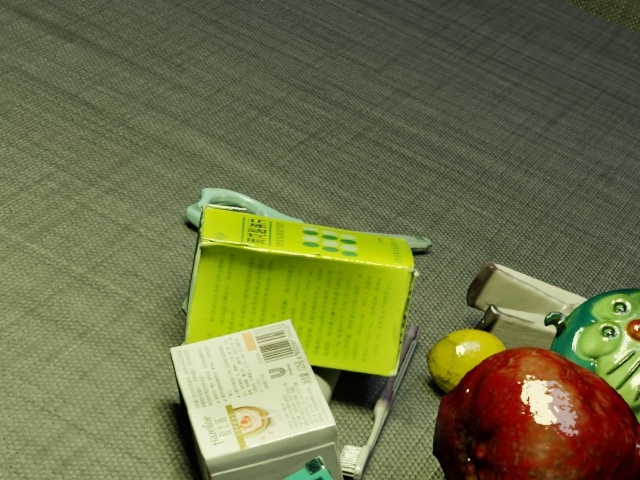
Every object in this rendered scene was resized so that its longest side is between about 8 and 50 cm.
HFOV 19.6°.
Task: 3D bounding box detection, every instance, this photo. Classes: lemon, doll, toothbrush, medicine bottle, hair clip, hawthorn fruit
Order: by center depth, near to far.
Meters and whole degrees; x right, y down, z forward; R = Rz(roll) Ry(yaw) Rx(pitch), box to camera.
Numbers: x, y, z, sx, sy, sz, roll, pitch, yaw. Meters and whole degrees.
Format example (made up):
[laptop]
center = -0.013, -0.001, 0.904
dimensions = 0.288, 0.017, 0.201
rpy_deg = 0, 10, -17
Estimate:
[hawthorn fruit]
center = 0.248, 0.229, 1.919
dimensions = 0.266, 0.210, 0.230
rpy_deg = 21, 8, -33
[medicine bottle]
center = -0.026, 0.055, 2.065
dimensions = 0.250, 0.141, 0.137
rpy_deg = 8, 19, -4
[toothbrush]
center = 0.068, 0.176, 2.081
dimensions = 0.029, 0.024, 0.354
rpy_deg = 15, 25, 8
[doll]
center = 0.392, 0.179, 2.139
dimensions = 0.322, 0.186, 0.198
rpy_deg = 39, 58, -1
[lemon]
center = 0.177, 0.144, 2.157
dimensions = 0.111, 0.082, 0.082
rpy_deg = 6, 29, -30
[hair clip]
center = 0.337, 0.129, 2.306
dimensions = 0.331, 0.085, 0.101
rpy_deg = 20, 27, -17

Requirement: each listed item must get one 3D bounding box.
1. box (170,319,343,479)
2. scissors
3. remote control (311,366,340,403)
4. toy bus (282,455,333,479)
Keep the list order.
[box]
center = -0.067, 0.174, 1.866
dimensions = 0.135, 0.081, 0.199
rpy_deg = -13, 31, -7
[scissors]
center = -0.001, 0.001, 2.375
dimensions = 0.360, 0.029, 0.191
rpy_deg = 4, 34, -35
[remote control]
center = -0.024, 0.160, 2.019
dimensions = 0.073, 0.044, 0.229
rpy_deg = 18, 24, 4
[toy bus]
center = 0.010, 0.314, 1.585
dimensions = 0.147, 0.128, 0.256
rpy_deg = -27, 34, -8
